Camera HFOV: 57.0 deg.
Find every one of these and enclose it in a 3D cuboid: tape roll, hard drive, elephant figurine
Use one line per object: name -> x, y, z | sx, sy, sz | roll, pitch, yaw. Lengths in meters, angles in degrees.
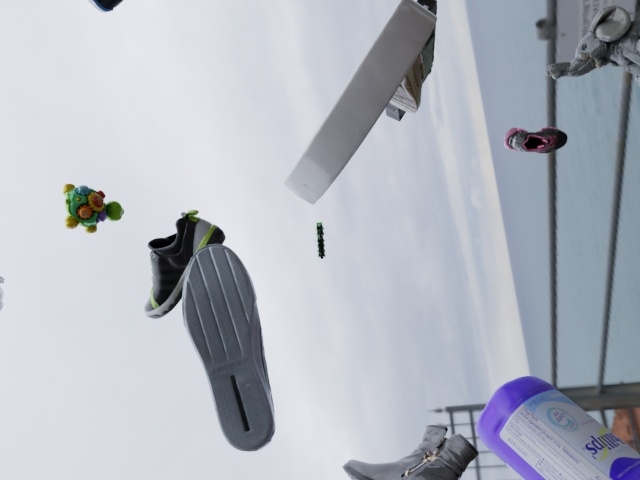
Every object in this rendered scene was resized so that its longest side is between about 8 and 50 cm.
tape roll -> 0.064, -0.244, 1.050 | 0.072, 0.392, 0.392 | 34, -151, -6
hard drive -> 0.275, -0.553, 1.827 | 0.237, 0.064, 0.339 | -58, -18, -11
elephant figurine -> 0.691, -0.462, 1.390 | 0.186, 0.239, 0.169 | -31, -46, -36

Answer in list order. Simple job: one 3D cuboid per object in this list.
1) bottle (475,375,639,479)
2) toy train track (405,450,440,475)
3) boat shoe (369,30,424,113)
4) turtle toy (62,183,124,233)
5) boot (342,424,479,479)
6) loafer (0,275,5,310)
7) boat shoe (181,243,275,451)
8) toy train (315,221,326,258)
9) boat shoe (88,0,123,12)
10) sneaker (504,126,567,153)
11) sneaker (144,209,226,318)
bottle -> 0.298, 0.259, 0.606 | 0.118, 0.283, 0.092 | 5, -64, -43
toy train track -> 0.196, 0.428, 1.140 | 0.014, 0.083, 0.048 | 60, 154, 12
boat shoe -> 0.207, -0.419, 1.441 | 0.110, 0.122, 0.341 | -59, -16, -5
turtle toy -> -0.456, -0.066, 1.184 | 0.130, 0.066, 0.095 | 21, -125, -61
boot -> 0.230, 0.572, 1.508 | 0.222, 0.338, 0.118 | -51, -57, -28
loafer -> -0.477, 0.043, 0.781 | 0.302, 0.109, 0.095 | 174, 115, -73
boat shoe -> -0.134, 0.157, 0.871 | 0.094, 0.109, 0.302 | 95, 162, -77
toy train -> 0.000, 0.000, 1.181 | 0.023, 0.017, 0.083 | -98, 3, -54
boat shoe -> -0.435, -0.528, 1.023 | 0.109, 0.089, 0.258 | 39, 167, 46
sneaker -> 0.371, -0.165, 0.988 | 0.057, 0.119, 0.047 | -139, 46, -64
sneaker -> -0.248, 0.034, 0.985 | 0.097, 0.234, 0.084 | 36, -151, -12
